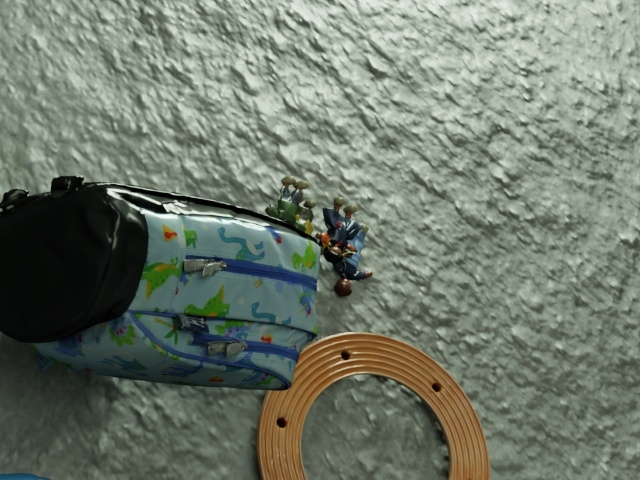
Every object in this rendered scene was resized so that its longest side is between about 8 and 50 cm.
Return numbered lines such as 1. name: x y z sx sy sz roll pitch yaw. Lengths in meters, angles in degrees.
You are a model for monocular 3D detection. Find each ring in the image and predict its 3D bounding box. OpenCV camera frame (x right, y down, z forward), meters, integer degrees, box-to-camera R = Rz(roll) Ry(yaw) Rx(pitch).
1. ring: 0.070 0.283 1.944 0.336 0.032 0.337 10 65 -22

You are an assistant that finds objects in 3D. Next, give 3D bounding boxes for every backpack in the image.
1. backpack: -0.165 0.054 1.665 0.355 0.290 0.273 -8 87 -44

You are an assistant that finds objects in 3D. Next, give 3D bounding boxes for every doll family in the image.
1. doll family: 0.000 0.000 2.012 0.193 0.076 0.111 21 56 -19

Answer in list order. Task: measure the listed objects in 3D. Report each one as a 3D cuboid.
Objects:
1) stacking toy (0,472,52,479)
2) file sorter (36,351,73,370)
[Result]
1. stacking toy: -0.371 0.409 1.606 0.165 0.175 0.302 1 74 -24
2. file sorter: -0.259 0.099 1.818 0.170 0.118 0.104 1 70 -25
